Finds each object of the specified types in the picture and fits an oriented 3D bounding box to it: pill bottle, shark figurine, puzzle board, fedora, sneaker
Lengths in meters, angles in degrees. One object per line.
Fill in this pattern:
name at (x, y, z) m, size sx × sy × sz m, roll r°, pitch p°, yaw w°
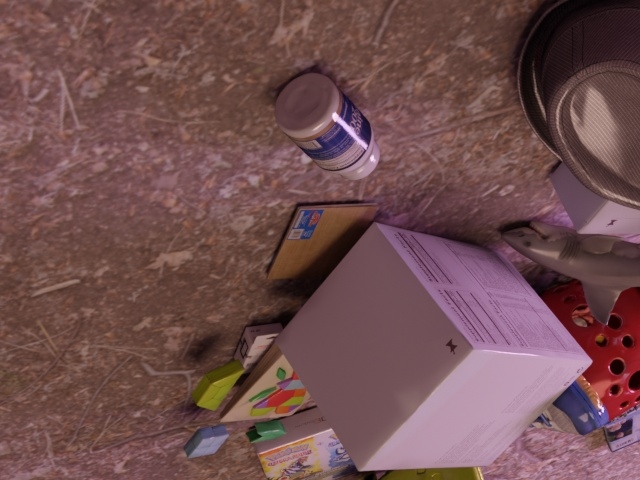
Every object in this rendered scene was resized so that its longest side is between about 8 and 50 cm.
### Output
pill bottle at (0.011, -0.105, 1.168) m, size 0.067 × 0.067 × 0.120 m, roll -30°, pitch 146°, yaw 14°
shark figurine at (0.370, 0.051, 1.455) m, size 0.166 × 0.278 × 0.116 m, roll 5°, pitch 97°, yaw -53°
puzzle board at (0.000, 0.000, 1.367) m, size 0.096 × 0.011 × 0.128 m, roll -2°, pitch 142°, yaw -25°
fedora at (0.314, -0.115, 1.170) m, size 0.244 × 0.124 × 0.275 m, roll -22°, pitch 122°, yaw 33°
sneaker at (0.251, 0.215, 1.558) m, size 0.131 × 0.112 × 0.296 m, roll -35°, pitch -167°, yaw -16°

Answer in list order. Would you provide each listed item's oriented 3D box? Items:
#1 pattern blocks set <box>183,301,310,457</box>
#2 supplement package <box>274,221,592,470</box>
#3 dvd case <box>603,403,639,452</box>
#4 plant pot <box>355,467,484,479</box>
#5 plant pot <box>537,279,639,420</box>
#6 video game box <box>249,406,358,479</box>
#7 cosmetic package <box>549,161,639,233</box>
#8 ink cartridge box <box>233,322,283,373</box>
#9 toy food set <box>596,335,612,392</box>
pattern blocks set at (-0.034, 0.172, 1.537) m, size 0.285 × 0.026 × 0.325 m, roll -9°, pitch 146°, yaw -35°
supplement package at (0.133, 0.129, 1.406) m, size 0.263 × 0.198 × 0.199 m, roll 11°, pitch 125°, yaw -49°
dvd case at (0.569, 0.282, 2.082) m, size 0.180 × 0.022 × 0.253 m, roll -25°, pitch 147°, yaw 4°
plant pot at (0.162, 0.433, 1.849) m, size 0.207 × 0.228 × 0.227 m, roll -17°, pitch 171°, yaw 6°
plant pot at (0.391, 0.130, 1.610) m, size 0.174 × 0.191 × 0.191 m, roll -25°, pitch 147°, yaw 1°
video game box at (0.011, 0.299, 1.773) m, size 0.205 × 0.048 × 0.187 m, roll -18°, pitch 145°, yaw -5°
cosmetic package at (0.494, -0.125, 1.383) m, size 0.377 × 0.097 × 0.284 m, roll 0°, pitch 140°, yaw -30°
ink cartridge box at (-0.072, 0.128, 1.494) m, size 0.048 × 0.028 × 0.083 m, roll -6°, pitch 145°, yaw -26°
toy food set at (0.413, 0.194, 1.821) m, size 0.218 × 0.071 × 0.128 m, roll -16°, pitch 147°, yaw -8°
